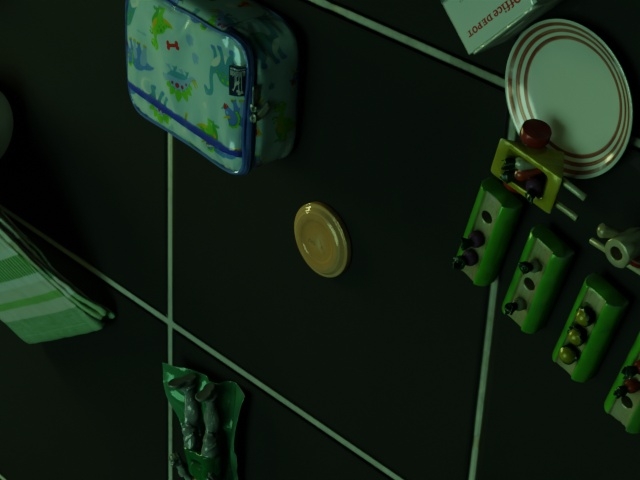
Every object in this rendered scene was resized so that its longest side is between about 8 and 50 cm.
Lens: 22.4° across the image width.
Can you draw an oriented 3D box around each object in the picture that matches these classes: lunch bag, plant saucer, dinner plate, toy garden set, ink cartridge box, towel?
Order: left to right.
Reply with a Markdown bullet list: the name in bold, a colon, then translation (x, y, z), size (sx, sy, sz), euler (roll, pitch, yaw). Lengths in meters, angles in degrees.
- **towel**: translation (-0.441, 0.014, 2.116), size (0.325, 0.038, 0.248), euler (45, 149, -22)
- **lunch bag**: translation (-0.117, -0.178, 1.702), size (0.219, 0.090, 0.176), euler (36, 136, 36)
- **plant saucer**: translation (0.000, 0.000, 1.709), size (0.083, 0.013, 0.083), euler (26, 127, 42)
- **ink cartridge box**: translation (0.142, -0.242, 1.377), size (0.099, 0.056, 0.135), euler (-34, 81, 53)
- **toy garden set**: translation (0.215, 0.031, 1.417), size (0.244, 0.049, 0.204), euler (45, 143, 26)
- **dinner plate**: translation (0.215, -0.122, 1.383), size (0.141, 0.017, 0.141), euler (25, 126, 41)

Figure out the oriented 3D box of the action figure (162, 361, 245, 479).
- **action figure**: translation (-0.141, 0.273, 1.986), size (0.137, 0.063, 0.232), euler (20, 126, 40)

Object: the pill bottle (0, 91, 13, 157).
- **pill bottle**: translation (-0.541, -0.181, 2.148), size (0.301, 0.169, 0.169), euler (21, 123, 43)
